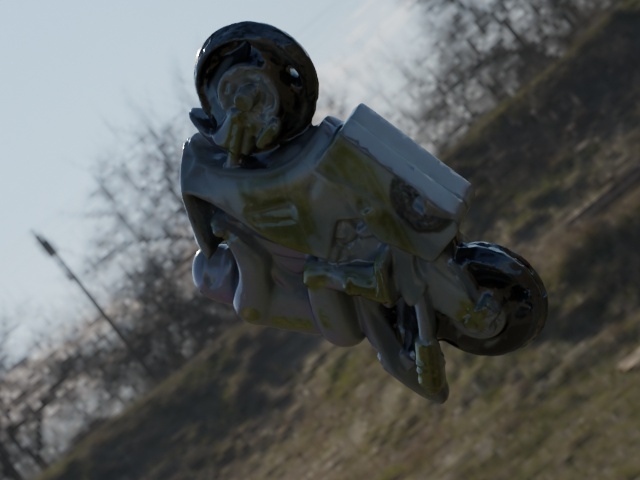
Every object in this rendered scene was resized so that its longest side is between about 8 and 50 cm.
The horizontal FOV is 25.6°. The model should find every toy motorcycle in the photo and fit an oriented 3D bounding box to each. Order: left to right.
[{"bbox_3d":[0.000,0.000,0.731,0.152,0.225,0.073,-42,9,35],"label":"toy motorcycle"}]
